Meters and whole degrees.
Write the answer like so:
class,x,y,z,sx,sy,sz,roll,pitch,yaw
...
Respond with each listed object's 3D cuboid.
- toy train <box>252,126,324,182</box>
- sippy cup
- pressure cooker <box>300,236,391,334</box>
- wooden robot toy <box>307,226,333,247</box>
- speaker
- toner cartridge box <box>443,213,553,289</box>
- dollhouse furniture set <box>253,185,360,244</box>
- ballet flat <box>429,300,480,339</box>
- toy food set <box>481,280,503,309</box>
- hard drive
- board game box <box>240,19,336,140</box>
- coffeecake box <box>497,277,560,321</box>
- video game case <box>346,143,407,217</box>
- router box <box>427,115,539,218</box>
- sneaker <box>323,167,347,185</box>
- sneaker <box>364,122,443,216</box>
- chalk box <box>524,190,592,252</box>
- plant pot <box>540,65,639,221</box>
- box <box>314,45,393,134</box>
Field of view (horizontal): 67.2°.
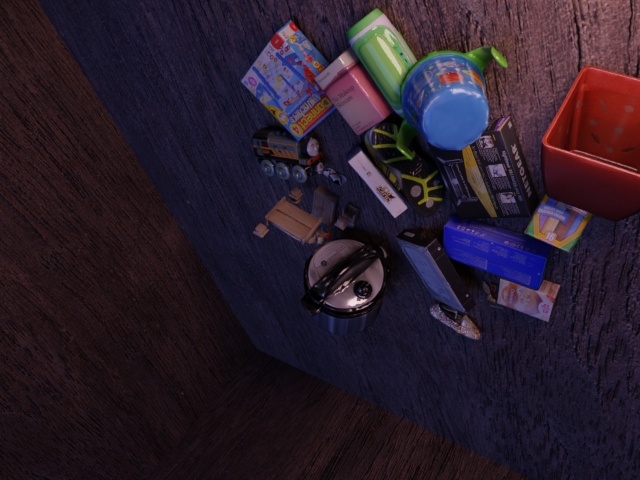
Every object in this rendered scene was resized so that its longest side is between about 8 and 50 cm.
class,x,y,z,sx,sy,sz,roll,pitch,yaw
toy train,-0.135,-0.353,1.957,0.334,0.142,0.190,16,131,36
sippy cup,0.333,-0.350,1.257,0.240,0.224,0.305,5,125,1
pressure cooker,0.111,0.188,2.095,0.375,0.370,0.420,7,154,4
wooden robot toy,0.000,0.000,2.107,0.076,0.173,0.079,22,117,25
speaker,0.202,-0.506,1.390,0.296,0.131,0.131,52,148,-16
toner cartridge box,0.603,0.035,1.670,0.348,0.075,0.165,22,145,30
dollhouse furniture set,-0.053,-0.041,2.034,0.303,0.355,0.174,31,148,16
ballet flat,0.586,0.342,2.073,0.241,0.091,0.077,28,125,14
toy food set,0.673,0.207,1.859,0.078,0.019,0.122,10,129,52
hard drive,0.446,0.119,1.883,0.339,0.064,0.237,54,170,-21
board game box,-0.090,-0.541,1.682,0.302,0.086,0.308,45,148,-13
coffeecake box,0.740,0.193,1.722,0.185,0.068,0.142,20,143,31
video game case,0.191,-0.215,1.672,0.244,0.061,0.269,47,-168,-11
router box,0.497,-0.209,1.475,0.243,0.081,0.309,2,131,47
sneaker,0.052,-0.257,1.949,0.109,0.044,0.040,28,149,25
sneaker,0.289,-0.247,1.646,0.384,0.145,0.147,53,177,-22
chalk box,0.677,-0.096,1.330,0.132,0.132,0.213,29,112,18
plant pot,0.677,-0.202,1.136,0.267,0.267,0.236,27,159,23
box,0.120,-0.476,1.516,0.232,0.127,0.148,49,149,-14
